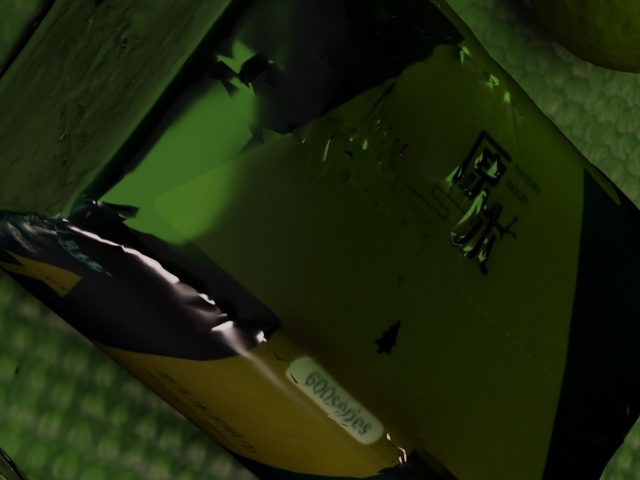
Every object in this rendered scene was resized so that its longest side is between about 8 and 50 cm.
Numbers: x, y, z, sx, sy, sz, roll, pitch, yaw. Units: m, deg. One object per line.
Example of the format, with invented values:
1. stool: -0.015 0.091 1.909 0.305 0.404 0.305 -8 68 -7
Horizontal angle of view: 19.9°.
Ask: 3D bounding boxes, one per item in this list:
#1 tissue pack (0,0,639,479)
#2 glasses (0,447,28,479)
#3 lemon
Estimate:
1. tissue pack: 0.000 0.000 1.129 0.416 0.253 0.264 43 69 -28
2. glasses: -0.211 0.193 1.132 0.104 0.062 0.140 -40 117 -2
3. lemon: 0.240 -0.208 1.331 0.203 0.178 0.178 2 93 -48
